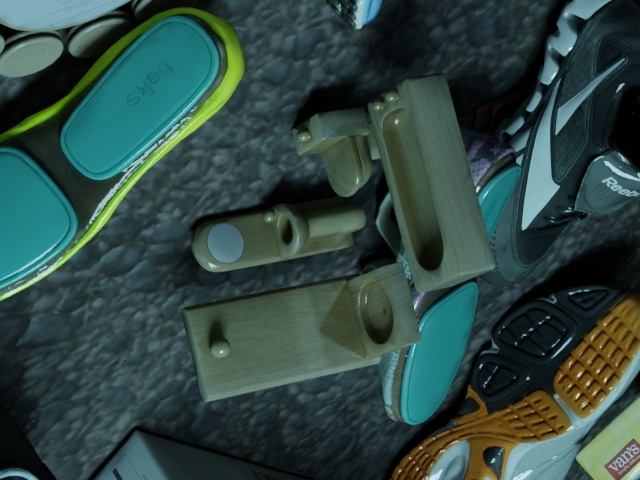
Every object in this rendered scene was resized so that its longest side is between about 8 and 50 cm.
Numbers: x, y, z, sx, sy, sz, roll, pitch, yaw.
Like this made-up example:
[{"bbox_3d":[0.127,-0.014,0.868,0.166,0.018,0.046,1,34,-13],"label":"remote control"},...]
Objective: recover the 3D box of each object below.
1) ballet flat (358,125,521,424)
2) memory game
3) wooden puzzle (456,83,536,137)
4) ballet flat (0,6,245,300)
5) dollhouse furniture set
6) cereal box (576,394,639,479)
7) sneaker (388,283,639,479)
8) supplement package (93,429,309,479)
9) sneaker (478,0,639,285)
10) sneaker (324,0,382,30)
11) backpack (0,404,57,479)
[{"bbox_3d":[0.065,0.016,1.205,0.077,0.079,0.221,-29,144,-42],"label":"ballet flat"},{"bbox_3d":[-0.115,-0.131,0.907,0.186,0.012,0.186,-22,163,-7],"label":"memory game"},{"bbox_3d":[0.120,-0.074,1.212,0.083,0.006,0.049,-23,141,-18],"label":"wooden puzzle"},{"bbox_3d":[-0.131,-0.038,0.999,0.231,0.077,0.077,-38,177,10],"label":"ballet flat"},{"bbox_3d":[0.000,0.000,1.083,0.123,0.144,0.151,-10,172,-30],"label":"dollhouse furniture set"},{"bbox_3d":[0.299,0.103,1.429,0.173,0.047,0.240,-47,166,23],"label":"cereal box"},{"bbox_3d":[0.161,0.130,1.406,0.121,0.099,0.262,3,135,-52],"label":"sneaker"},{"bbox_3d":[-0.041,0.270,1.287,0.145,0.204,0.262,-49,142,13],"label":"supplement package"},{"bbox_3d":[0.161,-0.048,1.177,0.078,0.106,0.234,-2,131,-36],"label":"sneaker"},{"bbox_3d":[0.035,-0.180,0.986,0.073,0.063,0.162,-19,140,-27],"label":"sneaker"},{"bbox_3d":[-0.262,0.195,1.042,0.253,0.191,0.225,-36,141,-14],"label":"backpack"}]
